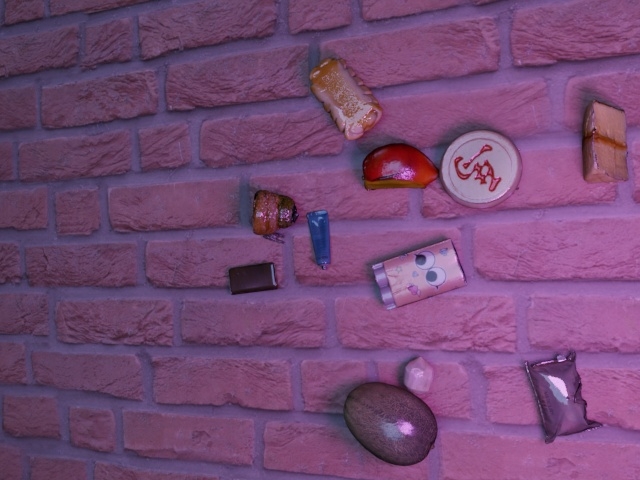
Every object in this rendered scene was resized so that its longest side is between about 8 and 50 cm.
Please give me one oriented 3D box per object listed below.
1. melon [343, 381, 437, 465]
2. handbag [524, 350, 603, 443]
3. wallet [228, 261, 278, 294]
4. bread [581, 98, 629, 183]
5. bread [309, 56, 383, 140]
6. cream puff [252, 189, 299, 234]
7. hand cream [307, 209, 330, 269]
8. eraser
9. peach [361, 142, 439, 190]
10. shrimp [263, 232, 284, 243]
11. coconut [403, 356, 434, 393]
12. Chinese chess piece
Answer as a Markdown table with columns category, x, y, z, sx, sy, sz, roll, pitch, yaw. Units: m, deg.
| category | x | y | z | sx | sy | sz | roll | pitch | yaw |
| --- | --- | --- | --- | --- | --- | --- | --- | --- | --- |
| melon | 0.233 | 0.611 | 1.803 | 0.329 | 0.248 | 0.248 | 21 | 96 | 22 |
| handbag | 0.769 | 0.495 | 1.696 | 0.183 | 0.117 | 0.270 | -15 | 83 | 10 |
| wallet | -0.265 | 0.149 | 2.094 | 0.198 | 0.031 | 0.110 | -10 | 85 | 19 |
| bread | 0.881 | -0.302 | 1.637 | 0.135 | 0.178 | 0.240 | -1 | 87 | 20 |
| bread | 0.088 | -0.521 | 1.939 | 0.173 | 0.121 | 0.311 | -36 | 78 | 11 |
| cream puff | -0.163 | -0.101 | 2.001 | 0.169 | 0.183 | 0.183 | 3 | 90 | -1 |
| hand cream | 0.000 | 0.000 | 2.007 | 0.083 | 0.048 | 0.224 | -10 | 80 | 18 |
| eraser | 0.343 | 0.120 | 1.859 | 0.291 | 0.087 | 0.171 | -20 | 81 | 17 |
| peach | 0.273 | -0.259 | 1.855 | 0.267 | 0.154 | 0.158 | 2 | 88 | 19 |
| shrimp | -0.176 | -0.014 | 2.071 | 0.092 | 0.029 | 0.038 | 18 | 86 | 13 |
| coconut | 0.340 | 0.461 | 1.851 | 0.110 | 0.110 | 0.124 | 15 | 96 | 18 |
| Chinese chess piece | 0.535 | -0.239 | 1.793 | 0.273 | 0.102 | 0.273 | 0 | 89 | 18 |
